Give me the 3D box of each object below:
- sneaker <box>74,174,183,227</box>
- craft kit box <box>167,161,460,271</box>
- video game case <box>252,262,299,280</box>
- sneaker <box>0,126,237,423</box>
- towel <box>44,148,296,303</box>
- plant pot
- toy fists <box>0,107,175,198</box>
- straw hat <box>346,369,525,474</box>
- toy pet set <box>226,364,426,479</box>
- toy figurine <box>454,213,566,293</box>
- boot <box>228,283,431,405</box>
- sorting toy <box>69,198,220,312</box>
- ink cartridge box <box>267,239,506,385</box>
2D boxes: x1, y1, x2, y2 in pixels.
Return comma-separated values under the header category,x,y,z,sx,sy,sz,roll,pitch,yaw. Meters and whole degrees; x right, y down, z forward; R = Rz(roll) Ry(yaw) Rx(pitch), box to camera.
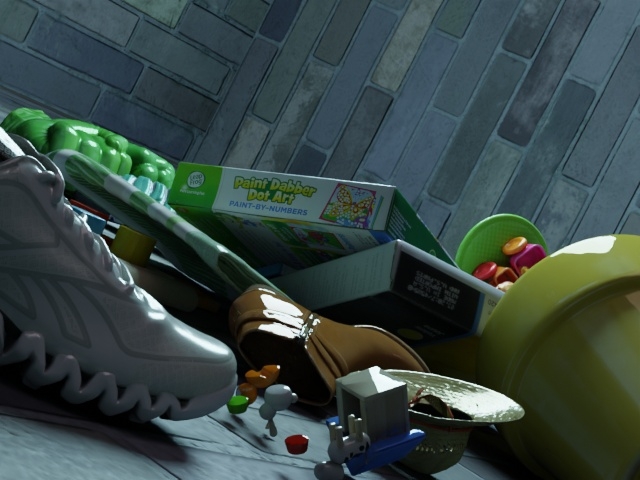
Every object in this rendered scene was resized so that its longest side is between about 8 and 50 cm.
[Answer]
category,x,y,z,sx,sy,sz,roll,pitch,yaw
sneaker,-0.180,-0.011,1.750,0.224,0.098,0.083,10,37,6
craft kit box,0.000,0.000,1.590,0.247,0.061,0.250,5,-20,23
video game case,-0.014,0.069,1.695,0.166,0.015,0.119,25,-23,-31
sneaker,-0.162,0.011,0.826,0.292,0.118,0.110,27,1,-24
towel,-0.119,0.018,1.479,0.325,0.038,0.248,32,-7,46
plant pot,0.303,0.159,1.404,0.254,0.254,0.239,26,18,-28
toy fists,-0.278,-0.093,1.887,0.142,0.096,0.279,30,2,26
straw hat,0.082,0.148,1.166,0.144,0.061,0.144,10,7,-1
toy pet set,0.001,0.129,0.998,0.114,0.065,0.122,-15,22,-27
toy figurine,0.224,0.056,1.636,0.130,0.173,0.159,60,-19,-20
boot,0.009,0.108,1.247,0.197,0.073,0.152,25,8,-6
sorting toy,-0.218,-0.009,1.360,0.196,0.047,0.348,29,3,36
ink cartridge box,0.102,0.108,1.609,0.303,0.072,0.307,25,-25,-28
